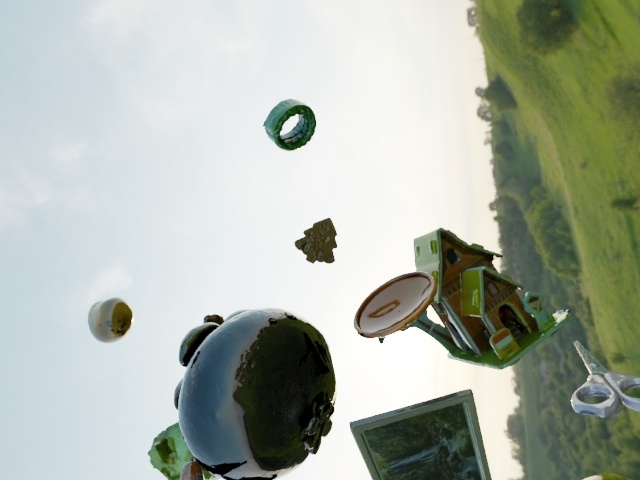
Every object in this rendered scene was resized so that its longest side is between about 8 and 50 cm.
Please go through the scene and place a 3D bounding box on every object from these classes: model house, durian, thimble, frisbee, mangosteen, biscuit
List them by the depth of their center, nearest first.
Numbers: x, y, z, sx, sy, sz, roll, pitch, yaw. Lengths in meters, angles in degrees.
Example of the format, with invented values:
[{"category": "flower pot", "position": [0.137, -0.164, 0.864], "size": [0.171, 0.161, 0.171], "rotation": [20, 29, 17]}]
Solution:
[{"category": "frisbee", "position": [0.153, 0.133, 0.979], "size": [0.035, 0.192, 0.192], "rotation": [54, -149, -17]}, {"category": "mangosteen", "position": [-0.171, 0.326, 1.117], "size": [0.382, 0.434, 0.383], "rotation": [-37, -42, -44]}, {"category": "model house", "position": [0.300, 0.141, 1.144], "size": [0.324, 0.340, 0.300], "rotation": [58, 169, 3]}, {"category": "thimble", "position": [-0.079, -0.298, 1.259], "size": [0.090, 0.130, 0.118], "rotation": [49, 156, 48]}, {"category": "biscuit", "position": [0.000, 0.000, 1.275], "size": [0.130, 0.119, 0.019], "rotation": [-63, -8, -3]}, {"category": "durian", "position": [-0.276, 0.541, 1.358], "size": [0.339, 0.256, 0.204], "rotation": [10, -151, -39]}]

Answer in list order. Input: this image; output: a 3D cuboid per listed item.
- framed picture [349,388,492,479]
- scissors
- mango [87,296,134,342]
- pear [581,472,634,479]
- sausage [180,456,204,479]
[{"category": "framed picture", "position": [0.210, 0.433, 0.965], "size": [0.020, 0.240, 0.325], "rotation": [-99, -8, -59]}, {"category": "scissors", "position": [0.348, 0.165, 0.609], "size": [0.189, 0.100, 0.015], "rotation": [-42, -64, -75]}, {"category": "mango", "position": [-0.543, 0.206, 1.252], "size": [0.090, 0.177, 0.115], "rotation": [14, -111, -47]}, {"category": "pear", "position": [0.707, 0.709, 1.176], "size": [0.283, 0.283, 0.284], "rotation": [-6, -90, -69]}, {"category": "sausage", "position": [-0.247, 0.606, 0.979], "size": [0.053, 0.053, 0.348], "rotation": [61, -174, -46]}]
